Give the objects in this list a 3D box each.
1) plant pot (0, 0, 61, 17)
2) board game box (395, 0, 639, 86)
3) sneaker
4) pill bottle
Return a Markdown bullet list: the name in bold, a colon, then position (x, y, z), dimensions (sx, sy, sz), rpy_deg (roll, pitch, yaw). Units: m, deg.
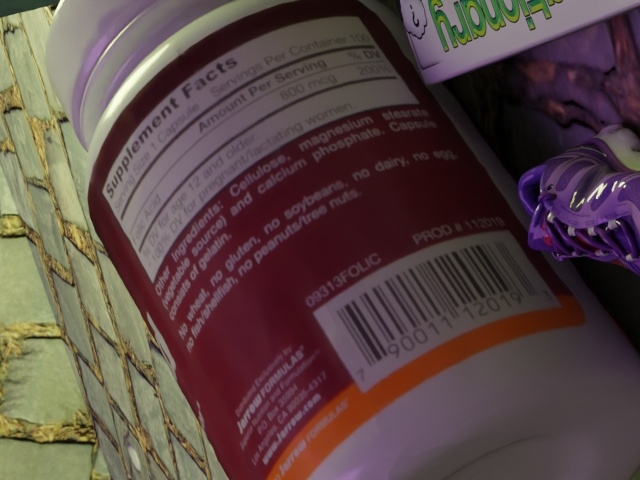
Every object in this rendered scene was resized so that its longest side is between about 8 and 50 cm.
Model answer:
- **plant pot**: position (-0.204, -0.326, 1.317), dimensions (0.252, 0.247, 0.247), rpy_deg (-37, 73, 60)
- **board game box**: position (0.091, -0.189, 0.862), dimensions (0.193, 0.053, 0.305), rpy_deg (70, 162, -2)
- **sneaker**: position (0.135, -0.005, 0.859), dimensions (0.170, 0.071, 0.068), rpy_deg (-129, 21, -75)
- **pill bottle**: position (0.000, 0.000, 1.057), dimensions (0.392, 0.224, 0.224), rpy_deg (59, 159, 32)
